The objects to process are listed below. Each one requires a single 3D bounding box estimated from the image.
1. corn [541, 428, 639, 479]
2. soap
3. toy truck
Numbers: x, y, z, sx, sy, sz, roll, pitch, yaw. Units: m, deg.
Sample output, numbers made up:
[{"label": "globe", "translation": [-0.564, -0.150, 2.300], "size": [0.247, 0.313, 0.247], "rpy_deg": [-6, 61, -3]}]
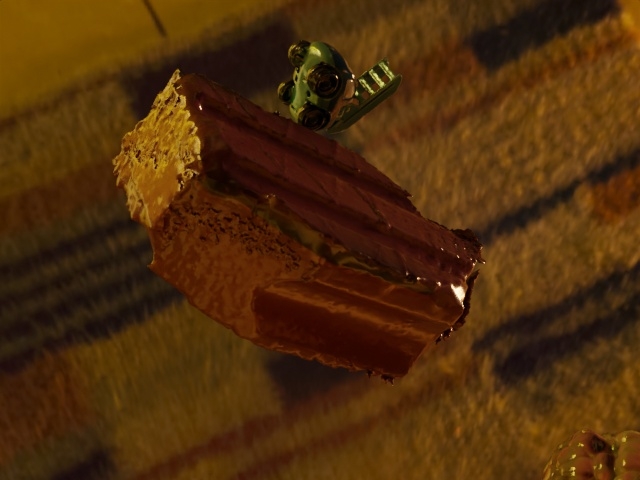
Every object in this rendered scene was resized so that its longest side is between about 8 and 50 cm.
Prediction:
[{"label": "corn", "translation": [0.169, 0.273, 0.946], "size": [0.127, 0.126, 0.335], "rpy_deg": [18, 57, 8]}, {"label": "soap", "translation": [0.000, 0.000, 1.107], "size": [0.289, 0.112, 0.182], "rpy_deg": [21, 33, -32]}, {"label": "toy truck", "translation": [0.018, -0.124, 1.187], "size": [0.090, 0.073, 0.056], "rpy_deg": [-3, 38, -29]}]
